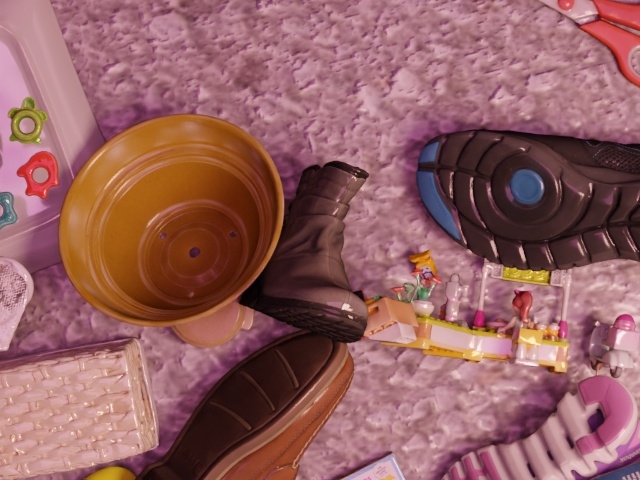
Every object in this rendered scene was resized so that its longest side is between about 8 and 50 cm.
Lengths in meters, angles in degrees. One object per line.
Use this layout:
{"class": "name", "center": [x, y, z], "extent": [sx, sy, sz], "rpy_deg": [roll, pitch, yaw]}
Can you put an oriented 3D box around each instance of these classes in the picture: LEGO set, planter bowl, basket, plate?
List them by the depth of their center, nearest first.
{"class": "LEGO set", "center": [0.153, 0.058, 1.822], "extent": [0.287, 0.132, 0.107], "rpy_deg": [10, 83, -22]}
{"class": "planter bowl", "center": [-0.129, -0.004, 1.829], "extent": [0.217, 0.090, 0.217], "rpy_deg": [-5, 65, 12]}
{"class": "basket", "center": [-0.244, 0.160, 1.835], "extent": [0.167, 0.103, 0.113], "rpy_deg": [-11, 90, -1]}
{"class": "plate", "center": [-0.352, -0.086, 1.870], "extent": [0.278, 0.045, 0.277], "rpy_deg": [-22, 90, 0]}

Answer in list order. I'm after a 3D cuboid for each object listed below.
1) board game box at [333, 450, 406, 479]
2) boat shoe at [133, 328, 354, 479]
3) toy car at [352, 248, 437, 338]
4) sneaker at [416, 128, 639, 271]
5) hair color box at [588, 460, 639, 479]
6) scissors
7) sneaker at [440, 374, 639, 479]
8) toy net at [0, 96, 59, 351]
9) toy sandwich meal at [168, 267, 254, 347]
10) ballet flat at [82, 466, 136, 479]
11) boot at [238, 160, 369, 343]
{"class": "board game box", "center": [0.024, 0.283, 1.870], "extent": [0.154, 0.026, 0.103], "rpy_deg": [-26, 89, 0]}
{"class": "boat shoe", "center": [-0.075, 0.212, 1.840], "extent": [0.307, 0.111, 0.104], "rpy_deg": [-43, 123, 1]}
{"class": "toy car", "center": [0.063, 0.062, 1.862], "extent": [0.122, 0.060, 0.040], "rpy_deg": [-26, 121, 6]}
{"class": "sneaker", "center": [0.259, -0.036, 1.837], "extent": [0.341, 0.139, 0.125], "rpy_deg": [13, 110, 19]}
{"class": "hair color box", "center": [0.262, 0.309, 1.787], "extent": [0.347, 0.174, 0.105], "rpy_deg": [-20, 44, 0]}
{"class": "scissors", "center": [0.250, -0.213, 1.880], "extent": [0.297, 0.021, 0.109], "rpy_deg": [13, 91, -1]}
{"class": "sneaker", "center": [0.216, 0.226, 1.838], "extent": [0.236, 0.104, 0.095], "rpy_deg": [-35, 49, 17]}
{"class": "toy net", "center": [-0.299, -0.013, 1.826], "extent": [0.122, 0.045, 0.232], "rpy_deg": [-7, 91, -2]}
{"class": "toy sandwich meal", "center": [-0.106, 0.064, 1.875], "extent": [0.085, 0.029, 0.086], "rpy_deg": [0, 89, 4]}
{"class": "ballet flat", "center": [-0.258, 0.310, 1.846], "extent": [0.231, 0.077, 0.077], "rpy_deg": [-45, 88, -1]}
{"class": "boot", "center": [0.000, 0.000, 1.764], "extent": [0.083, 0.246, 0.161], "rpy_deg": [23, 86, -18]}
